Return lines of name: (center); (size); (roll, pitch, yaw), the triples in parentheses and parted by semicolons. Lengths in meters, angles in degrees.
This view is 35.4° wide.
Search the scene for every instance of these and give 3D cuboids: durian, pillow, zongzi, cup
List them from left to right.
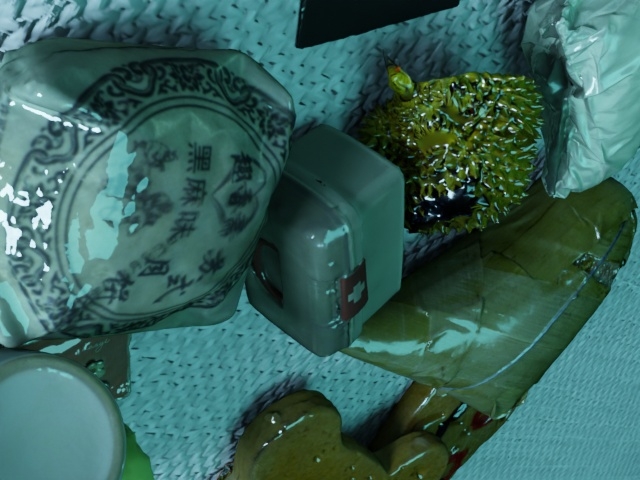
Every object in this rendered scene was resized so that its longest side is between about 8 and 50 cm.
cup: (-0.292, 0.169, 0.766); (0.258, 0.186, 0.234); (6, 161, -34)
pillow: (-0.234, 0.078, 0.930); (0.126, 0.043, 0.232); (-18, 137, -31)
durian: (0.128, -0.084, 1.002); (0.193, 0.137, 0.237); (-13, 155, 33)
zongzi: (0.206, 0.032, 1.229); (0.393, 0.174, 0.356); (25, 103, -47)
pillow: (0.342, -0.215, 1.104); (0.310, 0.138, 0.283); (-43, 144, -21)

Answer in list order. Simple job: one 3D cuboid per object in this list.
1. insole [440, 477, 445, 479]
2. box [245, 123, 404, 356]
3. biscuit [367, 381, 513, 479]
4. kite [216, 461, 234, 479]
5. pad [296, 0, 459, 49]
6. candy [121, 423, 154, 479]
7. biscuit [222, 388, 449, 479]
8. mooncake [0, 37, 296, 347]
insole: (0.097, 0.470, 1.640); (0.110, 0.012, 0.309); (5, 137, -47)
box: (0.000, 0.000, 1.001); (0.129, 0.148, 0.210); (-39, 147, -28)
biscuit: (0.212, 0.293, 1.594); (0.314, 0.063, 0.367); (7, 121, -47)
kite: (-0.099, 0.360, 1.394); (0.198, 0.006, 0.244); (-38, 145, -10)
pad: (0.075, -0.315, 0.864); (0.202, 0.005, 0.299); (-21, 140, -29)
candy: (-0.321, 0.266, 0.949); (0.344, 0.142, 0.132); (-7, 171, -40)
biscuit: (-0.029, 0.373, 1.394); (0.368, 0.076, 0.394); (-50, 137, 12)
mooncake: (-0.154, -0.033, 0.785); (0.250, 0.136, 0.254); (-3, 118, -42)
